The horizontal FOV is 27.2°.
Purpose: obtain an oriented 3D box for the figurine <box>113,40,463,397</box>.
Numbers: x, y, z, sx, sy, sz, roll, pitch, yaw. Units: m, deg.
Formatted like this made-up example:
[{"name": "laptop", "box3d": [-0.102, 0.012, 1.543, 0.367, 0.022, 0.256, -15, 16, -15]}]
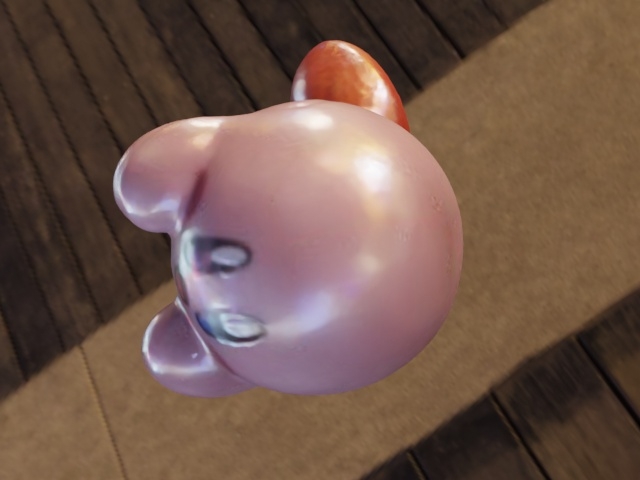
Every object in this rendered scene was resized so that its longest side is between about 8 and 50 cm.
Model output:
[{"name": "figurine", "box3d": [0.009, -0.001, 0.982, 0.211, 0.261, 0.269, 7, 109, 42]}]
